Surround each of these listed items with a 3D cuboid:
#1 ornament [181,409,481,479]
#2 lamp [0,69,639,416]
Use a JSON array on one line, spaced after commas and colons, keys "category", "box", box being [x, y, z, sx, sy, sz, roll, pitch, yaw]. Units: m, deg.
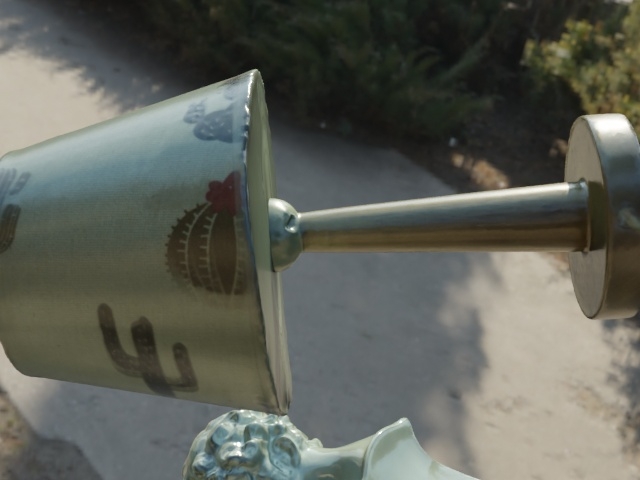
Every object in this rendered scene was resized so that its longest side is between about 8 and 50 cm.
[{"category": "ornament", "box": [0.013, 0.220, 1.035, 0.285, 0.120, 0.130, 4, 28, 12]}, {"category": "lamp", "box": [0.000, 0.000, 0.397, 0.215, 0.121, 0.121, -3, 27, 2]}]
